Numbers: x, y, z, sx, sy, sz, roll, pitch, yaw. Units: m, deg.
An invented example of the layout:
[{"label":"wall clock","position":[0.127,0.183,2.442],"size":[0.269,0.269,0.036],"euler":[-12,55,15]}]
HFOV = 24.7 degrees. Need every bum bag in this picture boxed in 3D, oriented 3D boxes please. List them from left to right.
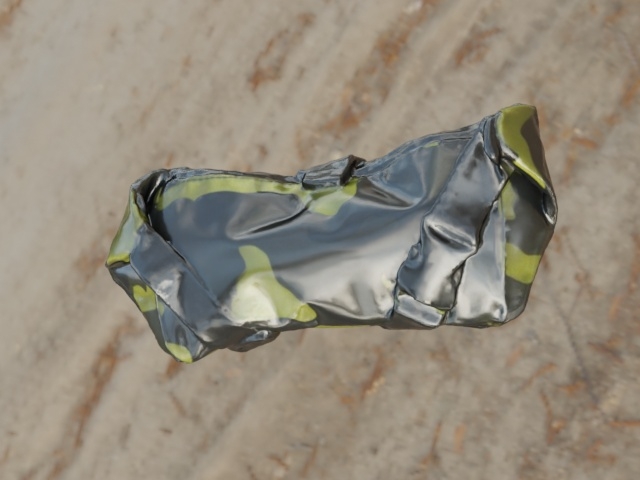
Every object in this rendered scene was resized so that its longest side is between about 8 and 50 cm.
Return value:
[{"label":"bum bag","position":[0.000,0.000,0.708],"size":[0.232,0.060,0.107],"euler":[-10,73,20]}]
